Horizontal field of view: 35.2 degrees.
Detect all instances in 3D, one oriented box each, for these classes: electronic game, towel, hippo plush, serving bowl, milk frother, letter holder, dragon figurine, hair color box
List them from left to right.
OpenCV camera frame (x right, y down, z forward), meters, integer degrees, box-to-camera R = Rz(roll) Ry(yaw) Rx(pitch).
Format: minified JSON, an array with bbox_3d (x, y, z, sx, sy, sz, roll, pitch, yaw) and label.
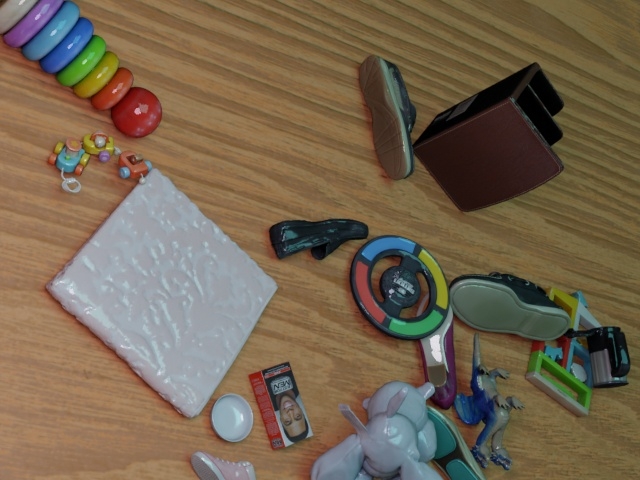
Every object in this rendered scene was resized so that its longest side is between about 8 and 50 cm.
[{"bbox_3d":[-0.261,0.085,1.736,0.332,0.053,0.317,45,50,-17],"label":"towel"},{"bbox_3d":[-0.159,0.309,1.750,0.083,0.027,0.083,16,64,-35],"label":"serving bowl"},{"bbox_3d":[-0.071,0.297,1.816,0.072,0.043,0.141,-15,84,-42],"label":"hair color box"},{"bbox_3d":[0.106,0.369,1.865,0.236,0.234,0.294,-69,139,-67],"label":"hippo plush"},{"bbox_3d":[0.163,0.094,2.056,0.229,0.048,0.229,12,61,-23],"label":"electronic game"},{"bbox_3d":[0.333,0.334,2.101,0.085,0.144,0.289,8,44,-37],"label":"dragon figurine"},{"bbox_3d":[0.393,-0.213,2.215,0.214,0.301,0.152,51,49,-13],"label":"letter holder"},{"bbox_3d":[0.638,0.270,2.343,0.143,0.129,0.135,-5,71,4],"label":"milk frother"}]

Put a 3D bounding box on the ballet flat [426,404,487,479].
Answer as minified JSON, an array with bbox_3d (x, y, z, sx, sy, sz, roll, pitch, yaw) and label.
[{"bbox_3d":[0.262,0.422,2.029,0.086,0.086,0.248,-38,100,-41],"label":"ballet flat"}]

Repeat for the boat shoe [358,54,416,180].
[{"bbox_3d":[0.163,-0.268,2.186,0.092,0.103,0.285,-3,70,-35],"label":"boat shoe"}]

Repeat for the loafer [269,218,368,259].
[{"bbox_3d":[0.000,0.000,1.971,0.223,0.076,0.078,-4,81,-35],"label":"loafer"}]

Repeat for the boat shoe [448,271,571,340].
[{"bbox_3d":[0.405,0.126,2.230,0.340,0.127,0.113,14,36,-27],"label":"boat shoe"}]

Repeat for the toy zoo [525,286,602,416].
[{"bbox_3d":[0.581,0.242,2.378,0.192,0.030,0.293,35,54,-24],"label":"toy zoo"}]

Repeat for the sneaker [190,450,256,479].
[{"bbox_3d":[-0.160,0.388,1.706,0.134,0.051,0.070,50,48,-17],"label":"sneaker"}]

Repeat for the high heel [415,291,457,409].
[{"bbox_3d":[0.249,0.228,2.105,0.117,0.082,0.244,68,13,-52],"label":"high heel"}]

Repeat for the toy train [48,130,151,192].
[{"bbox_3d":[-0.371,-0.140,1.705,0.166,0.046,0.125,-18,58,-40],"label":"toy train"}]

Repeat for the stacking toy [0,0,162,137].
[{"bbox_3d":[-0.401,-0.306,1.728,0.330,0.141,0.141,43,52,-26],"label":"stacking toy"}]
